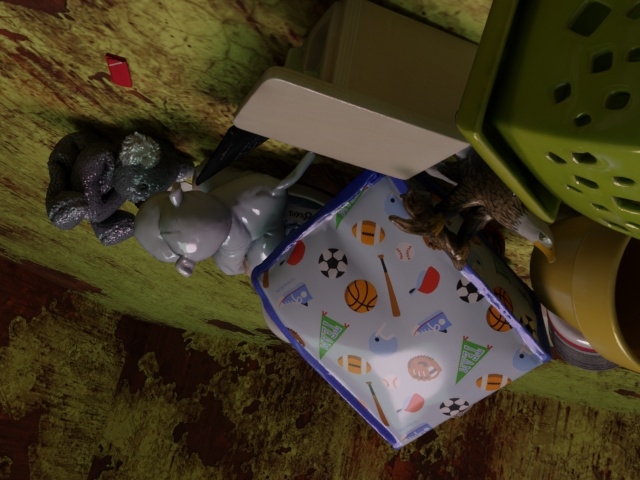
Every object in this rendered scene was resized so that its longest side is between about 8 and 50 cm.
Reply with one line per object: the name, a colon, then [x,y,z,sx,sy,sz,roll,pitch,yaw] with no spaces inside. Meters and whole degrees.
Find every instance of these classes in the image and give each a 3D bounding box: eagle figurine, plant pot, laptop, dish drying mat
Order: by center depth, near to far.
plant pot: [0.260,-0.131,0.633,0.207,0.228,0.227,8,164,40]
eagle figurine: [0.259,-0.079,0.910,0.225,0.298,0.226,51,-161,-3]
laptop: [-0.012,-0.128,0.998,0.136,0.264,0.234,54,157,-2]
plant pot: [0.443,0.051,1.063,0.254,0.254,0.239,21,178,-21]
dish drying mat: [-0.297,-0.249,1.068,0.032,0.008,0.083,15,163,-5]

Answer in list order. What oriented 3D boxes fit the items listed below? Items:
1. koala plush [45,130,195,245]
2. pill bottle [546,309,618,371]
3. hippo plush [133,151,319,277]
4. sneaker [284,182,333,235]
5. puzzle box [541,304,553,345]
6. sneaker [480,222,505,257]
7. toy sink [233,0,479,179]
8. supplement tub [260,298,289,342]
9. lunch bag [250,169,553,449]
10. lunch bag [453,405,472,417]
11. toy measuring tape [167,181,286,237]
koala plush: [-0.350,-0.123,1.298,0.221,0.203,0.196,-15,163,18]
pill bottle: [0.529,0.154,1.396,0.176,0.176,0.318,8,162,22]
hippo plush: [-0.171,-0.008,1.218,0.294,0.234,0.236,4,-158,39]
sneaker: [0.000,0.000,1.384,0.350,0.148,0.131,18,163,-13]
puzzle box: [0.435,0.196,1.827,0.409,0.052,0.272,1,159,37]
sneaker: [0.304,0.037,1.355,0.270,0.090,0.145,28,161,-30]
toy sink: [0.039,-0.177,0.814,0.234,0.131,0.153,15,164,-18]
supplement tub: [0.035,0.169,1.745,0.241,0.241,0.331,4,160,32]
lunch bag: [0.124,0.087,1.183,0.328,0.239,0.385,-40,105,23]
lunch bag: [0.289,0.224,1.589,0.212,0.256,0.305,14,152,20]
toy measuring tape: [-0.186,-0.020,1.537,0.330,0.121,0.121,23,161,-26]
